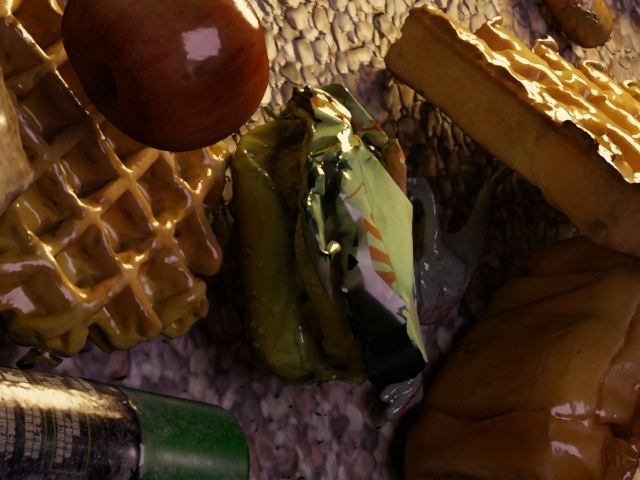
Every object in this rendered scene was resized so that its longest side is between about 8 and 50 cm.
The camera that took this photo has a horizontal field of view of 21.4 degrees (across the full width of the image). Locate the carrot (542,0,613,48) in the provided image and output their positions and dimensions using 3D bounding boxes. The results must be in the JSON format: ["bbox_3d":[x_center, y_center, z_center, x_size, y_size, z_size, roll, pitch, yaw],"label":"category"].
[{"bbox_3d":[0.188,-0.266,1.517,0.254,0.049,0.049,49,49,-25],"label":"carrot"}]

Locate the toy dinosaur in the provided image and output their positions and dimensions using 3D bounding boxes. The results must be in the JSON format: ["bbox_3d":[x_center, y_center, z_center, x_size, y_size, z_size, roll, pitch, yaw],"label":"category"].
[{"bbox_3d":[0.098,0.019,1.344,0.242,0.053,0.167,-30,105,-47],"label":"toy dinosaur"}]

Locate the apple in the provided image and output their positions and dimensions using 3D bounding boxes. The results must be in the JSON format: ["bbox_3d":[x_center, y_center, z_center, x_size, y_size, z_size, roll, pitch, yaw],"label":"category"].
[{"bbox_3d":[-0.090,-0.115,1.008,0.102,0.126,0.126,-35,109,-20],"label":"apple"}]

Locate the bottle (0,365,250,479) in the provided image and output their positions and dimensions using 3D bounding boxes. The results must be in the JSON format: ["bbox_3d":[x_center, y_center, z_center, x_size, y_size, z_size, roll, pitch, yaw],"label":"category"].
[{"bbox_3d":[-0.184,0.118,0.979,0.330,0.093,0.093,15,70,-45],"label":"bottle"}]

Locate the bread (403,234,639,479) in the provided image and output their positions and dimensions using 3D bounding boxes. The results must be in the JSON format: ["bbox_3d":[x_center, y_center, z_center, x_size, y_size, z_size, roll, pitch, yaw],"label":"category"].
[{"bbox_3d":[0.194,0.110,1.341,0.132,0.167,0.294,58,46,-21],"label":"bread"}]

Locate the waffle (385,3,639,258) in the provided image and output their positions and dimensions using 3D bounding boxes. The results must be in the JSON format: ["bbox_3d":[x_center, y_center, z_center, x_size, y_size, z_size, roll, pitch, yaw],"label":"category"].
[{"bbox_3d":[0.246,-0.067,1.368,0.348,0.304,0.077,14,114,-44],"label":"waffle"}]

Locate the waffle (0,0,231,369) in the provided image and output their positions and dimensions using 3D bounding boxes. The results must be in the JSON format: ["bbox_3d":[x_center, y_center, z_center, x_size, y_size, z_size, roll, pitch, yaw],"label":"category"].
[{"bbox_3d":[-0.172,-0.073,1.046,0.329,0.062,0.329,22,59,-44],"label":"waffle"}]

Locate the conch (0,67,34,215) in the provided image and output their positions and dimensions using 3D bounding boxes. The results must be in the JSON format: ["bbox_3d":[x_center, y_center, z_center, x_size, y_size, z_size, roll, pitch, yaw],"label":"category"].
[{"bbox_3d":[-0.314,-0.050,0.806,0.297,0.210,0.352,-29,71,-27],"label":"conch"}]

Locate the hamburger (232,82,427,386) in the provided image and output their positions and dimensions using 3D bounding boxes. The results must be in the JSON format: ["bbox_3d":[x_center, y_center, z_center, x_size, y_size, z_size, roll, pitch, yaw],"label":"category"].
[{"bbox_3d":[0.001,0.000,1.156,0.235,0.125,0.214,-21,96,-73],"label":"hamburger"}]
